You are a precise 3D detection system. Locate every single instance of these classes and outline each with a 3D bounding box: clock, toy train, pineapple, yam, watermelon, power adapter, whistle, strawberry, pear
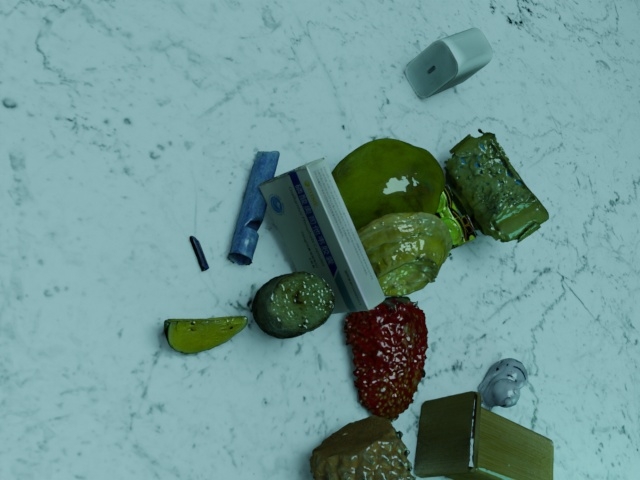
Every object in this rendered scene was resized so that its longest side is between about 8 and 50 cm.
[{"bbox_3d":[0.491,0.374,1.813,0.080,0.117,0.176,50,52,-6],"label":"clock"},{"bbox_3d":[0.306,-0.098,1.904,0.160,0.100,0.296,-18,81,-44],"label":"toy train"},{"bbox_3d":[0.125,0.570,1.455,0.223,0.223,0.357,-25,94,-37],"label":"pineapple"},{"bbox_3d":[-0.066,0.141,1.495,0.154,0.254,0.154,2,82,-12],"label":"yam"},{"bbox_3d":[-0.249,0.196,1.429,0.181,0.092,0.075,2,83,-41],"label":"watermelon"},{"bbox_3d":[0.407,-0.542,2.095,0.255,0.187,0.124,-28,88,-38],"label":"power adapter"},{"bbox_3d":[-0.154,-0.087,1.622,0.062,0.062,0.304,25,59,-22],"label":"whistle"},{"bbox_3d":[-0.267,0.027,1.529,0.017,0.017,0.083,-16,80,-39],"label":"toy train"},{"bbox_3d":[0.187,0.272,1.651,0.233,0.137,0.306,1,69,-34],"label":"strawberry"},{"bbox_3d":[0.156,-0.114,1.713,0.321,0.269,0.269,-19,82,-20],"label":"pear"}]

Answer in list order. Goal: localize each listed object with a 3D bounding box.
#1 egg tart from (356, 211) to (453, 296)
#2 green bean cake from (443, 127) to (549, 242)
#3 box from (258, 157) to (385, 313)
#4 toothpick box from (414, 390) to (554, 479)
[{"bbox_3d":[0.184,0.053,1.637,0.290,0.290,0.115,9,47,-30],"label":"egg tart"},{"bbox_3d":[0.467,-0.142,1.932,0.310,0.202,0.285,55,13,-2],"label":"green bean cake"},{"bbox_3d":[0.000,0.000,1.561,0.065,0.200,0.343,-29,99,-36],"label":"box"},{"bbox_3d":[0.405,0.510,1.668,0.308,0.190,0.187,28,56,-25],"label":"toothpick box"}]
